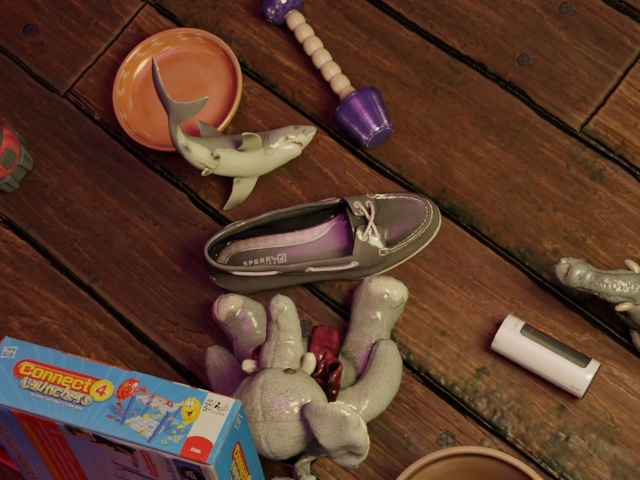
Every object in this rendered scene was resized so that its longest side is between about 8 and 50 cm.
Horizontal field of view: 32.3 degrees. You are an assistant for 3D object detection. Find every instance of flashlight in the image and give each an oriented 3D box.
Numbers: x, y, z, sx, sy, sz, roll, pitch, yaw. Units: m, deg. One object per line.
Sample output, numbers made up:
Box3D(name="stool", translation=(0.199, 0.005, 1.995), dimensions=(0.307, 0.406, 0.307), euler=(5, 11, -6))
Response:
Box3D(name="flashlight", translation=(-0.510, -0.160, 1.550), dimensions=(0.103, 0.304, 0.103), euler=(-24, 69, 4))

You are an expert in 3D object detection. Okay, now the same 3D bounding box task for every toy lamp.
Box3D(name="toy lamp", translation=(0.012, -0.250, 1.600), dimensions=(0.080, 0.080, 0.275), euler=(-35, 71, -1))

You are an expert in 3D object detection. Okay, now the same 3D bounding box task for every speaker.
Box3D(name="speaker", translation=(0.292, 0.151, 1.440), dimensions=(0.136, 0.055, 0.055), euler=(29, 81, 18))

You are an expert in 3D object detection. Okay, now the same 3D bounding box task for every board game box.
Box3D(name="board game box", translation=(-0.225, 0.265, 1.331), dimensions=(0.302, 0.308, 0.086), euler=(13, 54, 16))

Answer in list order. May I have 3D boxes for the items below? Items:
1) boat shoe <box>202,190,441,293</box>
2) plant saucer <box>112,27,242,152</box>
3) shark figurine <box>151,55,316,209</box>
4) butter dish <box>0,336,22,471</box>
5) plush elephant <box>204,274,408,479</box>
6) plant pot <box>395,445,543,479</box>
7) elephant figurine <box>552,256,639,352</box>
Box3D(name="boat shoe", translation=(0.000, 0.000, 1.516), dimensions=(0.335, 0.095, 0.112), euler=(-14, 70, 6))
Box3D(name="plant saucer", translation=(-0.211, -0.222, 1.655), dimensions=(0.200, 0.037, 0.200), euler=(-3, 72, 9))
Box3D(name="shark figurine", translation=(-0.155, -0.147, 1.541), dimensions=(0.166, 0.278, 0.116), euler=(-48, 54, 22))
Box3D(name="butter dish", translation=(-0.428, 0.221, 1.518), dimensions=(0.160, 0.118, 0.160), euler=(24, 79, 16))
Box3D(name="plush elephant", translation=(-0.039, 0.180, 1.384), dimensions=(0.272, 0.255, 0.330), euler=(0, 73, 10))
Box3D(name="plant pot", translation=(0.187, 0.378, 1.360), dimensions=(0.237, 0.110, 0.237), euler=(-3, 72, 10))
Box3D(name="elephant figurine", translation=(0.443, 0.079, 1.390), dimensions=(0.239, 0.186, 0.169), euler=(9, 37, 39))
